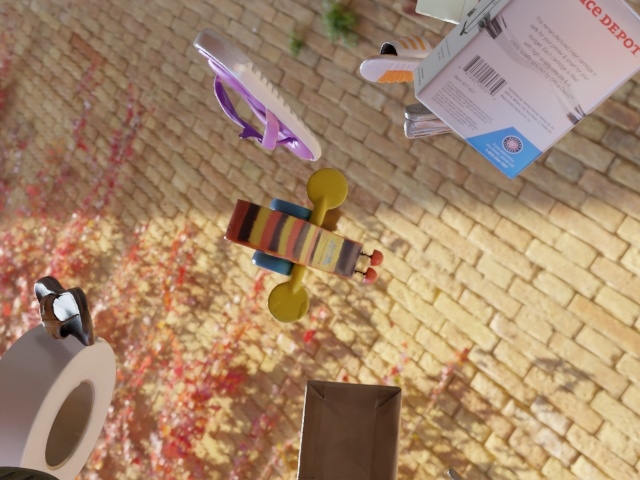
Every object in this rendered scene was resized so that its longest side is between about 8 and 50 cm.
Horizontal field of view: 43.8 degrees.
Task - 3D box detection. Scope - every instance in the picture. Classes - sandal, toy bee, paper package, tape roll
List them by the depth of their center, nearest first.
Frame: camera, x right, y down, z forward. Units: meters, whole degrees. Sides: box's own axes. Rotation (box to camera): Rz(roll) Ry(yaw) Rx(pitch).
[{"bbox_3d":[0.000,0.000,1.054,0.162,0.195,0.298,17,-160,16],"label":"toy bee"},{"bbox_3d":[-0.388,0.105,1.173,0.060,0.089,0.219,-22,-154,-33],"label":"sandal"},{"bbox_3d":[-0.439,0.278,1.273,0.100,0.286,0.286,17,-166,10],"label":"tape roll"},{"bbox_3d":[-0.129,-0.239,1.442,0.169,0.102,0.416,41,179,30],"label":"sandal"},{"bbox_3d":[0.050,0.429,1.446,0.168,0.309,0.325,4,159,3],"label":"paper package"},{"bbox_3d":[0.188,-0.357,1.549,0.265,0.076,0.102,-5,172,-29],"label":"sandal"}]

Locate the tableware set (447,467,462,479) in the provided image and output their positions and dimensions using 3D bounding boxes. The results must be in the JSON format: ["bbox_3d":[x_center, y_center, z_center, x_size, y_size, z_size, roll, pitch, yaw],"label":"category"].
[{"bbox_3d":[0.204,0.393,1.013,0.128,0.039,0.194,-30,-103,-42],"label":"tableware set"}]

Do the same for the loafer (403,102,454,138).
[{"bbox_3d":[0.162,-0.150,0.991,0.125,0.039,0.045,-5,-145,-12],"label":"loafer"}]

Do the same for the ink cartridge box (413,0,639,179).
[{"bbox_3d":[0.219,-0.188,0.825,0.148,0.203,0.086,38,-153,-18],"label":"ink cartridge box"}]

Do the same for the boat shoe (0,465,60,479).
[{"bbox_3d":[-0.339,0.374,1.008,0.302,0.103,0.113,11,-162,20],"label":"boat shoe"}]

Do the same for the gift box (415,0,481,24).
[{"bbox_3d":[0.376,-0.518,1.527,0.277,0.255,0.258,-2,-156,-23],"label":"gift box"}]
